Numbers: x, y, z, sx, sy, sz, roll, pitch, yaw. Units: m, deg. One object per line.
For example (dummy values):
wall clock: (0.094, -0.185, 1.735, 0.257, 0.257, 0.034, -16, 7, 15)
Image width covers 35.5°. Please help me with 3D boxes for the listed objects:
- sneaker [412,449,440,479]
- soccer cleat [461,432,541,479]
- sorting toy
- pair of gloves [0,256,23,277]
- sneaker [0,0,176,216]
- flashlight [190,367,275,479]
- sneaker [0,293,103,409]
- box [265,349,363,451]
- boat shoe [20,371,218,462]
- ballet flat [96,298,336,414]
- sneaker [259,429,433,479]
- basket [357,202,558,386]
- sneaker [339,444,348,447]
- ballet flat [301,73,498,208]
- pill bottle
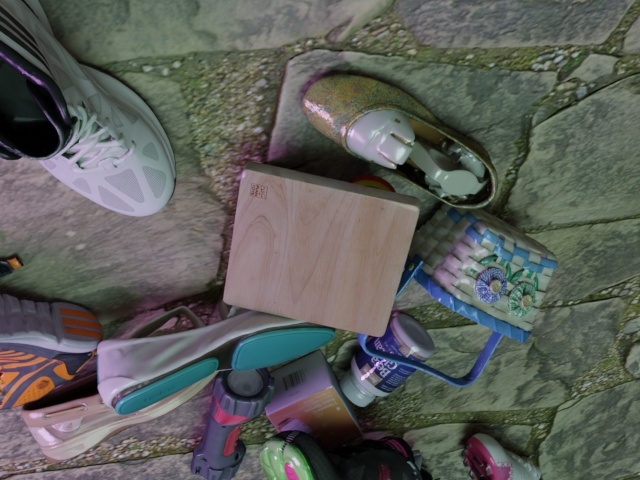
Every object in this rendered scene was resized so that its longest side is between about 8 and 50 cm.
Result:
sneaker: (0.205, 0.536, 2.070, 0.115, 0.105, 0.281, -25, 132, 3)
soccer cleat: (0.390, 0.484, 2.101, 0.143, 0.116, 0.331, -32, 136, -12)
sorting toy: (0.000, 0.000, 1.503, 0.255, 0.089, 0.257, 12, 128, 0)
pair of gloves: (-0.486, 0.027, 1.460, 0.074, 0.010, 0.083, -24, 134, 10)
sneaker: (-0.322, -0.124, 1.218, 0.169, 0.257, 0.447, -32, 132, 9)
flashlight: (-0.152, 0.321, 1.751, 0.103, 0.103, 0.304, 29, 140, 11)
sneaker: (-0.501, 0.169, 1.497, 0.321, 0.124, 0.180, 19, 121, -34)
box: (-0.017, 0.301, 1.802, 0.130, 0.091, 0.170, -26, 132, 4)
boat shoe: (-0.314, 0.235, 1.623, 0.341, 0.121, 0.110, -28, 111, -10)
ballet flat: (-0.164, 0.149, 1.574, 0.400, 0.139, 0.139, -16, 135, -25)
sneaker: (0.060, 0.419, 1.785, 0.202, 0.185, 0.483, -55, 139, -6)
basket: (0.223, 0.093, 1.628, 0.255, 0.201, 0.289, 21, 111, -33)
sneaker: (0.037, 0.529, 1.968, 0.106, 0.162, 0.281, -14, 133, -7)
ballet flat: (0.131, -0.136, 1.459, 0.348, 0.123, 0.123, 23, 119, -33)
pill bottle: (0.114, 0.217, 1.771, 0.094, 0.094, 0.169, 28, 116, -35)
